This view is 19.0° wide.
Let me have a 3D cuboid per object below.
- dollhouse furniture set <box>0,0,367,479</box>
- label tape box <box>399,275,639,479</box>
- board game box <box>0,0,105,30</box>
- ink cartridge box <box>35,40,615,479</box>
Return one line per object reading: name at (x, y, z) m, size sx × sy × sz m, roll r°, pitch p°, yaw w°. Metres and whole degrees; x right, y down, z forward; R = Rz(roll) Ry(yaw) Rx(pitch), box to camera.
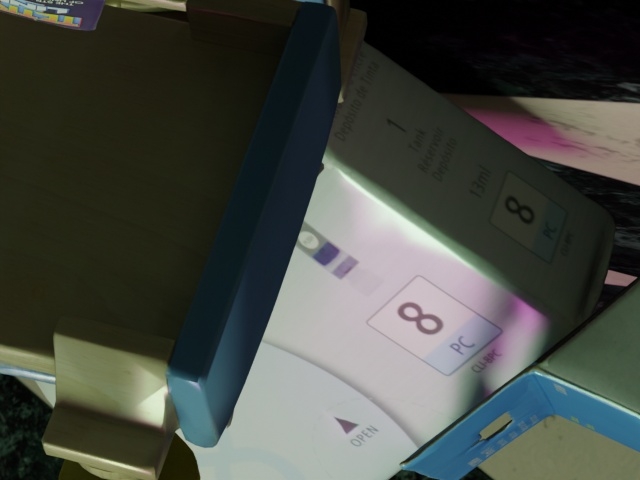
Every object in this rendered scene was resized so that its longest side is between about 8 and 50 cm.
dollhouse furniture set at (-0.132, -0.041, 0.691) m, size 0.286 × 0.303 × 0.198 m, roll 11°, pitch 150°, yaw 9°
label tape box at (0.209, 0.041, 0.883) m, size 0.106 × 0.333 × 0.240 m, roll 50°, pitch -179°, yaw 13°
board game box at (-0.053, -0.148, 0.456) m, size 0.048 × 0.170 × 0.141 m, roll 12°, pitch 174°, yaw -8°
ink cartridge box at (-0.094, -0.014, 0.974) m, size 0.385 × 0.091 × 0.308 m, roll 33°, pitch 140°, yaw -11°
